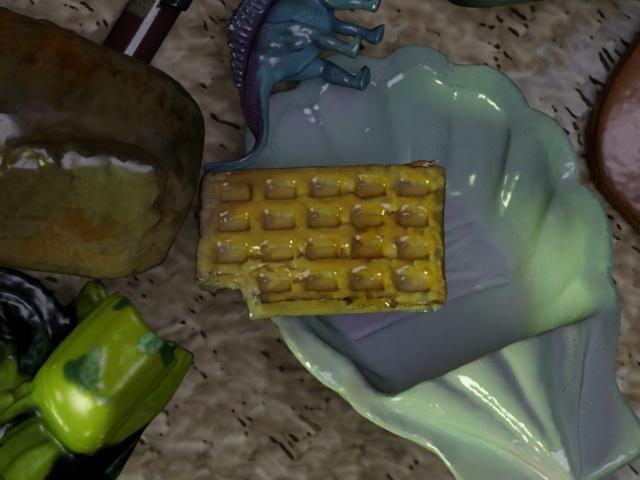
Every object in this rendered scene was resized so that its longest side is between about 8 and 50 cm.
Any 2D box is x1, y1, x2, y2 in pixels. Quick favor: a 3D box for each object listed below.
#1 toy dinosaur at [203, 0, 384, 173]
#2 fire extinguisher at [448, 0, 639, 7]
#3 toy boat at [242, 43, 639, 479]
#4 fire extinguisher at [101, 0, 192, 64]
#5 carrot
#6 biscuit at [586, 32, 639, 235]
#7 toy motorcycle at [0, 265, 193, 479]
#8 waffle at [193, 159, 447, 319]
[{"bbox_3d":[-0.011,-0.113,1.016,0.080,0.045,0.197,15,63,15],"label":"toy dinosaur"},{"bbox_3d":[0.252,-0.235,1.024,0.376,0.200,0.113,-36,100,-12],"label":"fire extinguisher"},{"bbox_3d":[0.065,0.027,1.004,0.199,0.100,0.290,-23,59,-7],"label":"toy boat"},{"bbox_3d":[-0.077,-0.153,1.022,0.035,0.049,0.173,31,84,-3],"label":"fire extinguisher"},{"bbox_3d":[-0.207,-0.075,0.951,0.302,0.139,0.139,26,86,-2],"label":"carrot"},{"bbox_3d":[0.266,-0.064,1.118,0.192,0.036,0.186,43,81,-13],"label":"biscuit"},{"bbox_3d":[-0.168,0.174,0.909,0.206,0.142,0.342,36,58,-19],"label":"toy motorcycle"},{"bbox_3d":[0.000,0.000,0.959,0.135,0.021,0.092,-3,59,7],"label":"waffle"}]
